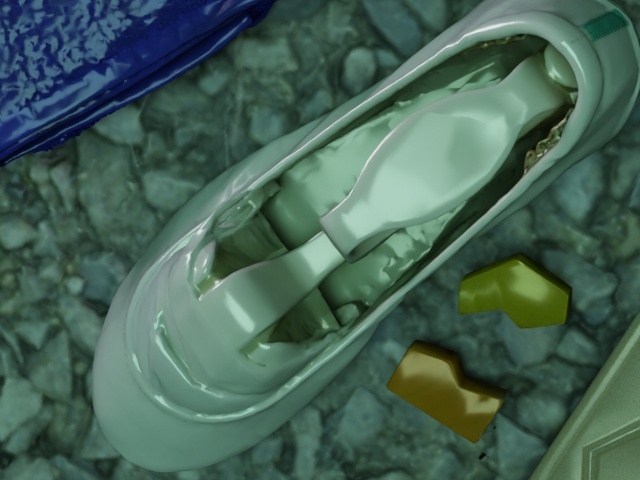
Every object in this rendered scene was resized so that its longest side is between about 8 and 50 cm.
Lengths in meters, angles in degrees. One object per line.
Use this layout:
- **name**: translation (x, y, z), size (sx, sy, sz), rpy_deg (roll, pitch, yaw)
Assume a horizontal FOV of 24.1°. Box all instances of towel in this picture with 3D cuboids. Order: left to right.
- **towel**: translation (-0.164, -0.223, 0.858), size (0.228, 0.076, 0.308), rpy_deg (-28, 89, 11)

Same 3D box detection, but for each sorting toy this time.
- **sorting toy**: translation (0.205, 0.099, 0.825), size (0.307, 0.041, 0.229), rpy_deg (32, 111, 7)

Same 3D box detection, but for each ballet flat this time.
- **ballet flat**: translation (0.000, 0.000, 0.817), size (0.400, 0.139, 0.139), rpy_deg (-39, 88, 18)
